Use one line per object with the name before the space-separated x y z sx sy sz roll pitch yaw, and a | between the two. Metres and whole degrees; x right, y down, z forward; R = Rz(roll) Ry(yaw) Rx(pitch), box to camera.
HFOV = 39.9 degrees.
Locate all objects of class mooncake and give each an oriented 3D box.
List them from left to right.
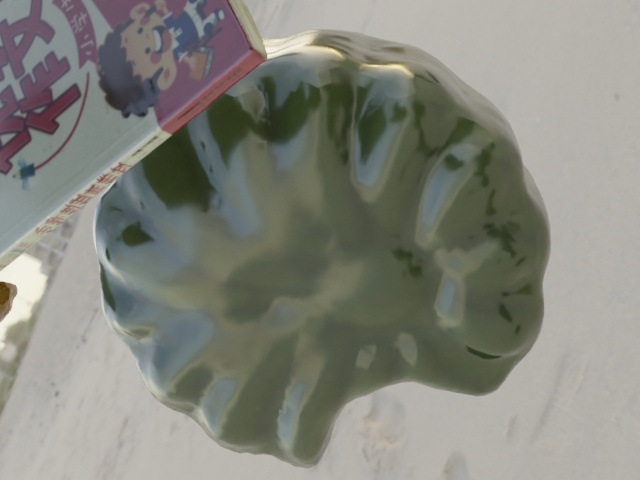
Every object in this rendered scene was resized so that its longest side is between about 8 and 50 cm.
mooncake | 0.000 0.000 0.700 0.351 0.351 0.187 -58 3 21

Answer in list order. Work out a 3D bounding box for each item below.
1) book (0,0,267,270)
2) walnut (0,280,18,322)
book | -0.147 -0.101 0.499 0.232 0.022 0.162 -33 69 23
walnut | -0.294 0.059 0.708 0.121 0.091 0.052 -16 70 55
